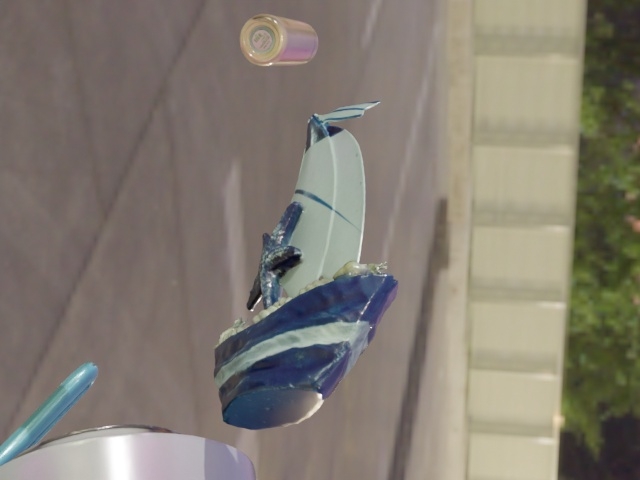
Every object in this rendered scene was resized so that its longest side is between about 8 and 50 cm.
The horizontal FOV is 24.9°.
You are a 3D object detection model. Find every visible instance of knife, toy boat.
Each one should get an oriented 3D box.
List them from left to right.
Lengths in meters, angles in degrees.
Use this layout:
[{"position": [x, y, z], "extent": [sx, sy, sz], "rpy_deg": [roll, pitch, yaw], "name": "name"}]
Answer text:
[{"position": [-0.311, 0.213, 1.518], "extent": [0.222, 0.031, 0.064], "rpy_deg": [-47, 172, -18], "name": "knife"}, {"position": [-0.019, 0.022, 1.126], "extent": [0.210, 0.070, 0.292], "rpy_deg": [-45, -150, 29], "name": "toy boat"}]

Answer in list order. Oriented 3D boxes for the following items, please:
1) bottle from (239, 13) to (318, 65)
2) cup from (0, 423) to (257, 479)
[{"position": [-0.035, -0.178, 1.292], "extent": [0.096, 0.045, 0.045], "rpy_deg": [-18, 111, -69], "name": "bottle"}, {"position": [-0.158, 0.358, 1.200], "extent": [0.253, 0.253, 0.372], "rpy_deg": [77, 3, -60], "name": "cup"}]
